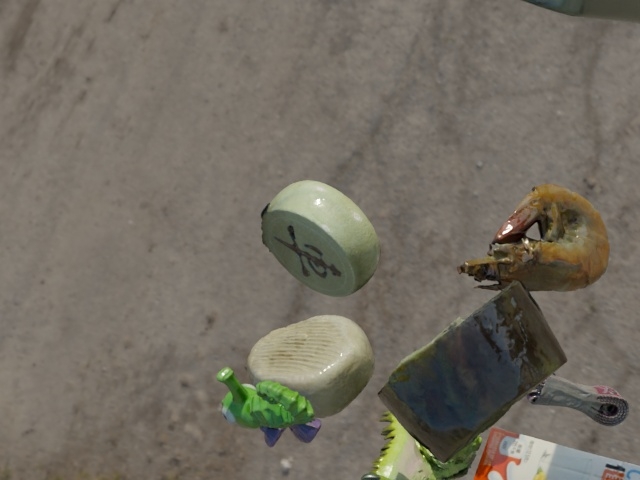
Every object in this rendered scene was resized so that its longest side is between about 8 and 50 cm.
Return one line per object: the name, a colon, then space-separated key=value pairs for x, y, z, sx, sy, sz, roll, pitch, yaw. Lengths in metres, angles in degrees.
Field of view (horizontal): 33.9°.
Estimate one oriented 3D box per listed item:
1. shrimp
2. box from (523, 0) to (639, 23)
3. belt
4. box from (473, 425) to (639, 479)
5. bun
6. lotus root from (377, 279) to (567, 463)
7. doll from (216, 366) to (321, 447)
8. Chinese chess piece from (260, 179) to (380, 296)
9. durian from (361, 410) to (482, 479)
shrimp: x=0.290 y=-0.002 z=1.422 sx=0.063 sy=0.287 sz=0.152 roll=-15 pitch=81 yaw=54
box: x=0.294 y=-0.397 z=1.014 sx=0.177 sy=0.352 sz=0.344 roll=29 pitch=113 yaw=28
belt: x=0.438 y=0.270 z=1.853 sx=0.071 sy=0.232 sz=0.053 roll=-64 pitch=16 yaw=13
box: x=0.306 y=0.406 z=1.385 sx=0.265 sy=0.048 sz=0.273 roll=9 pitch=64 yaw=32
bun: x=-0.010 y=0.181 z=1.423 sx=0.166 sy=0.113 sz=0.173 roll=-33 pitch=29 yaw=-23
lotus root: x=0.165 y=0.160 z=1.201 sx=0.119 sy=0.138 sz=0.235 roll=52 pitch=125 yaw=14
doll: x=-0.059 y=0.181 z=1.143 sx=0.190 sy=0.115 sz=0.050 roll=-15 pitch=40 yaw=59
Chinese chess piece: x=0.000 y=0.000 z=0.695 sx=0.084 sy=0.084 sz=0.034 roll=9 pitch=47 yaw=45
durian: x=0.154 y=0.286 z=1.488 sx=0.132 sy=0.375 sz=0.107 roll=1 pitch=92 yaw=29
